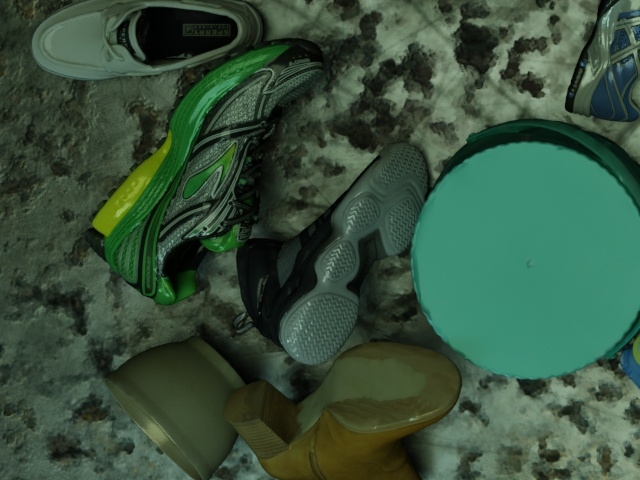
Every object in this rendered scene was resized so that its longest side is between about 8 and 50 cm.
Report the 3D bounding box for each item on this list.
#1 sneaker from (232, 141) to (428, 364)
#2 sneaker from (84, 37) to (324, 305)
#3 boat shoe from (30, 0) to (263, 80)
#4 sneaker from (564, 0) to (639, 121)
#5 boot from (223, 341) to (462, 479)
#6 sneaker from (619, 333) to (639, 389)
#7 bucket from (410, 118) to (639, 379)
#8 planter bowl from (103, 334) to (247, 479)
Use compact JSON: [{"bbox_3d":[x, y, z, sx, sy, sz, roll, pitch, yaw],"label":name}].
[{"bbox_3d":[0.000,0.000,1.934,0.153,0.101,0.269,14,67,45],"label":"sneaker"},{"bbox_3d":[-0.100,-0.075,1.933,0.146,0.134,0.343,45,111,19],"label":"sneaker"},{"bbox_3d":[-0.199,-0.222,1.969,0.267,0.088,0.096,2,96,12],"label":"boat shoe"},{"bbox_3d":[0.325,-0.222,1.862,0.081,0.080,0.211,21,109,4],"label":"sneaker"},{"bbox_3d":[0.063,0.208,1.886,0.295,0.211,0.104,-12,50,33],"label":"boot"},{"bbox_3d":[0.419,0.139,1.869,0.240,0.126,0.091,22,69,-18],"label":"sneaker"},{"bbox_3d":[0.225,0.010,1.846,0.281,0.183,0.281,1,97,12],"label":"bucket"},{"bbox_3d":[-0.145,0.174,1.973,0.109,0.162,0.162,-43,85,-14],"label":"planter bowl"}]
